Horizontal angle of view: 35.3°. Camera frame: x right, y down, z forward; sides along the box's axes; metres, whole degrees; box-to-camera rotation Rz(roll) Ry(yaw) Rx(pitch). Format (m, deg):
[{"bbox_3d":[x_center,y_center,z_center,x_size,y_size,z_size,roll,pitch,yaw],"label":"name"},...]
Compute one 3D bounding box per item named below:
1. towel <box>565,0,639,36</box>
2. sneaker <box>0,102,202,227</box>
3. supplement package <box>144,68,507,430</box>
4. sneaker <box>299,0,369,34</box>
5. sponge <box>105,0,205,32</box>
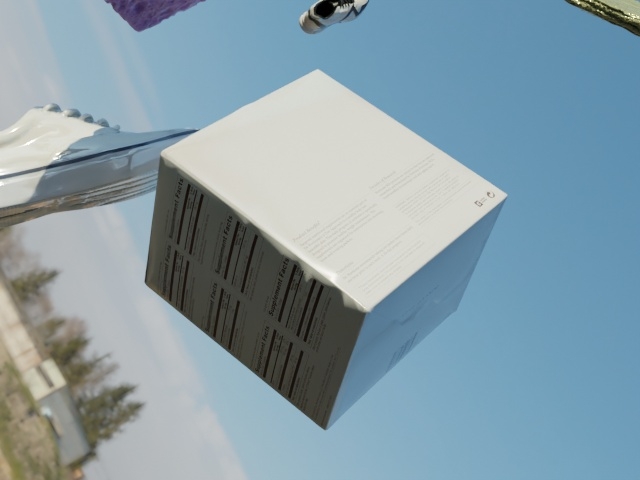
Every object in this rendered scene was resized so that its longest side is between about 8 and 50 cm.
[{"bbox_3d":[0.419,-0.331,1.436,0.148,0.110,0.027,30,-58,22],"label":"towel"},{"bbox_3d":[-0.218,-0.077,0.877,0.094,0.258,0.091,-32,-106,62],"label":"sneaker"},{"bbox_3d":[0.000,0.000,0.816,0.203,0.194,0.149,37,-44,20],"label":"supplement package"},{"bbox_3d":[0.025,-0.302,1.305,0.040,0.109,0.044,56,-24,0],"label":"sneaker"},{"bbox_3d":[-0.135,-0.232,0.738,0.210,0.117,0.031,40,28,-67],"label":"sponge"}]
